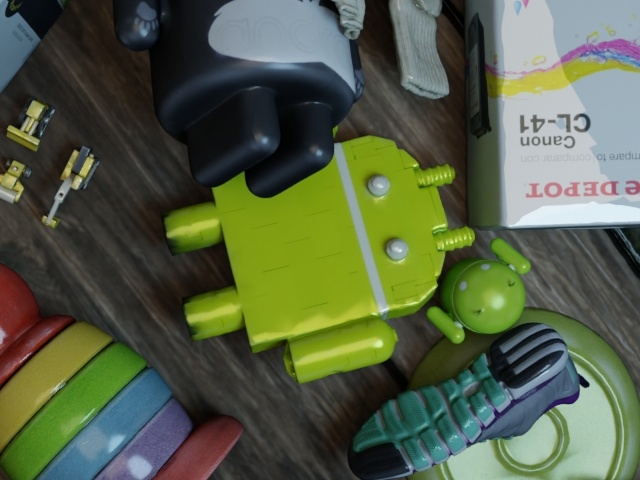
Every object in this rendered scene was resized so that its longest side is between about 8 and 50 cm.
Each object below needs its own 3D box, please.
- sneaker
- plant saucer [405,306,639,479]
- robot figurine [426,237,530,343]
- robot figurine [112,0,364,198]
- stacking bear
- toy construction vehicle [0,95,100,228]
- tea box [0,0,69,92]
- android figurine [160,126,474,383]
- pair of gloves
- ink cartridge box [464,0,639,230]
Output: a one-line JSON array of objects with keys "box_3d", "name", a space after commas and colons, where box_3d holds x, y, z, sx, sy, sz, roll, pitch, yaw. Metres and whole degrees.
[{"box_3d": [0.136, 0.168, 1.065, 0.224, 0.083, 0.098, -31, 131, 12], "name": "sneaker"}, {"box_3d": [0.195, 0.184, 1.124, 0.241, 0.037, 0.240, 0, 91, -5], "name": "plant saucer"}, {"box_3d": [0.147, 0.050, 1.079, 0.101, 0.115, 0.067, -44, 95, -3], "name": "robot figurine"}, {"box_3d": [-0.064, -0.180, 1.012, 0.174, 0.209, 0.278, -10, 71, 8], "name": "robot figurine"}, {"box_3d": [-0.231, 0.134, 1.032, 0.289, 0.164, 0.175, 43, 87, 1], "name": "stacking bear"}, {"box_3d": [-0.253, -0.072, 1.082, 0.086, 0.035, 0.098, 30, 88, -5], "name": "toy construction vehicle"}, {"box_3d": [-0.330, -0.346, 0.982, 0.329, 0.220, 0.323, 36, 88, -5], "name": "tea box"}, {"box_3d": [0.000, 0.000, 1.076, 0.273, 0.056, 0.248, -13, 75, -3], "name": "android figurine"}, {"box_3d": [0.048, -0.245, 1.011, 0.042, 0.240, 0.204, -17, 66, 29], "name": "pair of gloves"}, {"box_3d": [0.252, -0.164, 1.081, 0.226, 0.131, 0.306, -2, 89, -5], "name": "ink cartridge box"}]
